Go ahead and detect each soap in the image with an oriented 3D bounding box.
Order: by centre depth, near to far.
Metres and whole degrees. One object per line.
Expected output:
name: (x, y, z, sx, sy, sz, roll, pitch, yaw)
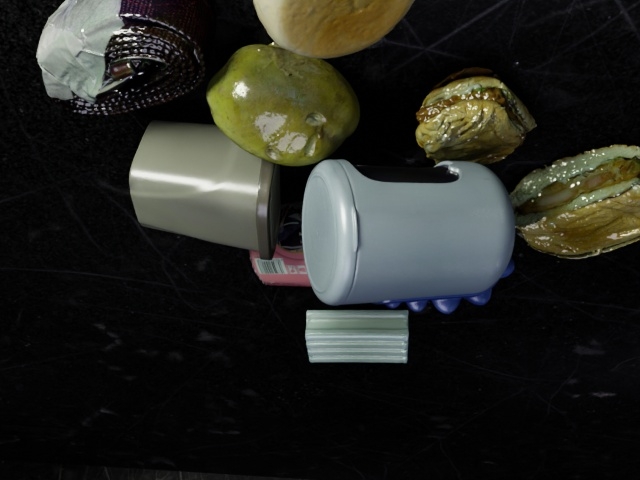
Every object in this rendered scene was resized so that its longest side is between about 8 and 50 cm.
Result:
soap: (0.098, 0.253, 1.885, 0.266, 0.087, 0.159, -1, 145, 5)

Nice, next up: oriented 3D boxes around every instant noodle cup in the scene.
instant noodle cup: (0.000, 0.000, 1.449, 0.255, 0.243, 0.244, -6, 144, 26)

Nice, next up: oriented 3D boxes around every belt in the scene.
belt: (-0.303, -0.287, 1.093, 0.289, 0.164, 0.184, -13, 147, 25)

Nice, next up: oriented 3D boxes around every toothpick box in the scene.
toothpick box: (0.165, -0.005, 1.195, 0.355, 0.263, 0.263, -3, 146, -16)

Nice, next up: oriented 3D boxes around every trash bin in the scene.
trash bin: (-0.197, -0.103, 1.305, 0.250, 0.219, 0.219, 8, 143, 4)

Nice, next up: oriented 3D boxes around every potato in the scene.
potato: (-0.059, -0.221, 1.151, 0.228, 0.197, 0.148, 41, 160, -1)

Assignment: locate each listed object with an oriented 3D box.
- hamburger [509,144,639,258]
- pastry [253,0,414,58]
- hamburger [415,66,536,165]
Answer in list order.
hamburger: (0.530, -0.061, 1.378, 0.309, 0.132, 0.211, -23, 138, 32)
pastry: (0.023, -0.366, 0.950, 0.265, 0.133, 0.265, -14, 151, -8)
hamburger: (0.261, -0.207, 1.223, 0.183, 0.129, 0.206, -15, 159, 27)
